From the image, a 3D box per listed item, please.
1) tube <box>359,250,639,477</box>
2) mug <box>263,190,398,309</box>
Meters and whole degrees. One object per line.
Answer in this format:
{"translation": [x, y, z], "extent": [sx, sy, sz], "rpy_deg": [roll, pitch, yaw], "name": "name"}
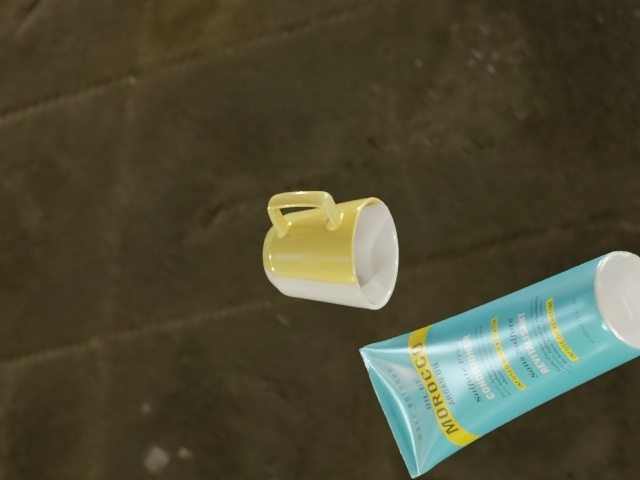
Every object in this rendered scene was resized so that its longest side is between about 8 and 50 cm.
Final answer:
{"translation": [0.098, 0.064, 1.066], "extent": [0.207, 0.052, 0.080], "rpy_deg": [-31, 73, 48], "name": "tube"}
{"translation": [0.002, 0.001, 1.117], "extent": [0.064, 0.078, 0.062], "rpy_deg": [-1, 21, 27], "name": "mug"}
